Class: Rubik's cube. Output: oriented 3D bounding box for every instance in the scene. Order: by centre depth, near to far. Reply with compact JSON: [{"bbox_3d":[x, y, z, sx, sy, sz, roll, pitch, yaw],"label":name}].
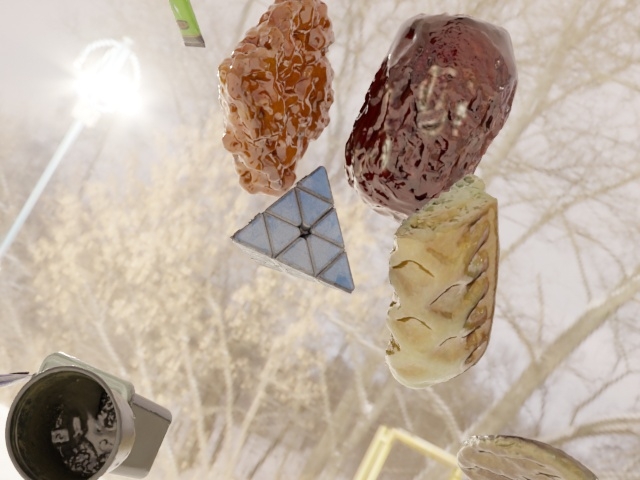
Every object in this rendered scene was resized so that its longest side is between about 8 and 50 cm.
[{"bbox_3d":[0.000,0.000,1.530,0.178,0.190,0.211,38,0,12],"label":"Rubik's cube"}]

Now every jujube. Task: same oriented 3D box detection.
[{"bbox_3d":[0.185,-0.217,1.697,0.258,0.377,0.258,31,-3,2],"label":"jujube"}]

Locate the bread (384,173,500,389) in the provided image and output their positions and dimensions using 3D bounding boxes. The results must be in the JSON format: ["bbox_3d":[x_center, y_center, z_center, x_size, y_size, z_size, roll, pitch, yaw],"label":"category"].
[{"bbox_3d":[0.116,0.046,0.893,0.088,0.128,0.232,28,-36,22],"label":"bread"}]

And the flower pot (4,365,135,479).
[{"bbox_3d":[-0.311,0.243,1.272,0.157,0.157,0.107,25,-6,14],"label":"flower pot"}]

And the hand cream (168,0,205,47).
[{"bbox_3d":[-0.158,-0.270,1.098,0.036,0.023,0.122,13,-47,41],"label":"hand cream"}]

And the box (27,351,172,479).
[{"bbox_3d":[-0.370,0.296,1.628,0.243,0.163,0.135,13,-15,37],"label":"box"}]

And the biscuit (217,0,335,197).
[{"bbox_3d":[-0.065,-0.258,1.730,0.110,0.312,0.318,11,-42,23],"label":"biscuit"}]

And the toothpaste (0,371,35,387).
[{"bbox_3d":[-0.586,0.252,1.766,0.170,0.045,0.028,4,60,-56],"label":"toothpaste"}]

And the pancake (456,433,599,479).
[{"bbox_3d":[0.392,0.455,1.851,0.294,0.049,0.294,24,-36,19],"label":"pancake"}]
